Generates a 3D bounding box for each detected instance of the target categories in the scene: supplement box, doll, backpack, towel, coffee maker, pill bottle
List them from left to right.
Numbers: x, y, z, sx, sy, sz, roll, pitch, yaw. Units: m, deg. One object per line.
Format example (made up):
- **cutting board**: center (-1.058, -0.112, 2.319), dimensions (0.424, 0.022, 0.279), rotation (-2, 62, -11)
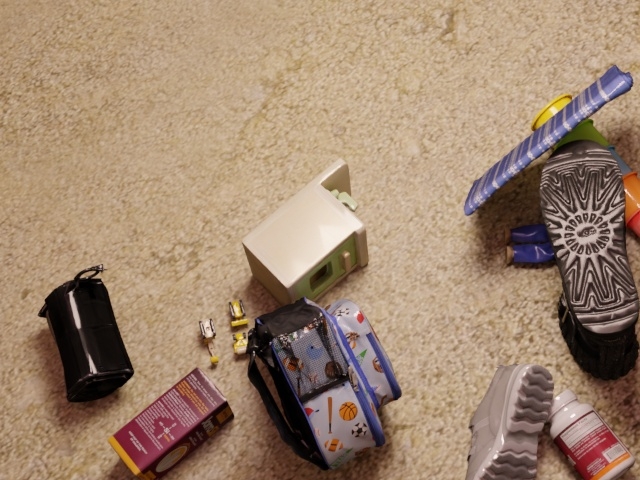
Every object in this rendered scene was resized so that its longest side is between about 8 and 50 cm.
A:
- **coffee maker**: center (-0.393, 0.163, 1.870), dimensions (0.120, 0.171, 0.178), rotation (-15, 66, -20)
- **supplement box**: center (-0.242, 0.307, 1.828), dimensions (0.188, 0.104, 0.081), rotation (-39, 69, -12)
- **backpack**: center (0.008, 0.224, 1.770), dimensions (0.213, 0.276, 0.263), rotation (-18, 92, -2)
- **towel**: center (0.383, -0.168, 1.862), dimensions (0.336, 0.243, 0.040), rotation (-41, 92, 18)
- **doll**: center (0.418, -0.002, 1.948), dimensions (0.189, 0.046, 0.129), rotation (-2, 66, 4)
- **pill bottle**: center (0.423, 0.317, 1.780), dimensions (0.086, 0.086, 0.152), rotation (-32, 67, -10)

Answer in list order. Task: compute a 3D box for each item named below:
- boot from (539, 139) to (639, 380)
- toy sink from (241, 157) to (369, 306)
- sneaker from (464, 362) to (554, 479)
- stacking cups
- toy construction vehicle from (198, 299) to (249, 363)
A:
- **boot**: center (0.438, 0.037, 1.812), dimensions (0.131, 0.260, 0.347), rotation (-7, 68, 13)
- **toy sink**: center (0.000, 0.000, 1.923), dimensions (0.234, 0.152, 0.131), rotation (-40, 69, -14)
- **sneaker**: center (0.287, 0.330, 1.792), dimensions (0.105, 0.115, 0.281), rotation (28, 81, -25)
- **stacking cups**: center (0.511, -0.123, 1.968), dimensions (0.096, 0.096, 0.316), rotation (-35, 68, -11)
- **toy construction vehicle**: center (-0.164, 0.160, 1.932), dimensions (0.086, 0.035, 0.098), rotation (-14, 67, -14)
